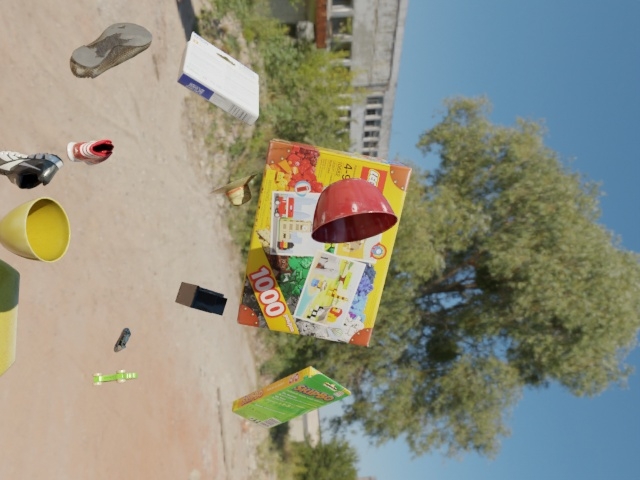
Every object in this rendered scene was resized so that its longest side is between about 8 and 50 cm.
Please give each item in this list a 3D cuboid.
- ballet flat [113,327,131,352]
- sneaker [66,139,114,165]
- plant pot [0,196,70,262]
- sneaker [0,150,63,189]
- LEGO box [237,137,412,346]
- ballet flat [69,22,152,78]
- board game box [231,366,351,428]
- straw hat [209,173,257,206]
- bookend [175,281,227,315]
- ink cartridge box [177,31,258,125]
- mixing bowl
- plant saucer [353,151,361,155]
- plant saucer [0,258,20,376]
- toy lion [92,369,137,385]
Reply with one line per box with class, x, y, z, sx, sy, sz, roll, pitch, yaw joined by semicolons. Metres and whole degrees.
ballet flat;-0.737;0.379;2.017;0.114;0.041;0.041;-62;-167;15
sneaker;-0.728;-0.294;1.811;0.221;0.128;0.087;-55;143;-73
plant pot;-0.598;-0.019;1.113;0.134;0.095;0.134;-3;90;-78
sneaker;-0.859;-0.195;1.541;0.078;0.234;0.106;77;17;-57
LEGO box;0.000;0.000;1.493;0.193;0.373;0.500;-98;-161;-75
ballet flat;-0.456;-0.411;1.185;0.058;0.084;0.250;-53;-173;42
board game box;-0.067;0.361;1.241;0.124;0.259;0.039;41;34;-35
straw hat;-0.217;-0.124;1.439;0.144;0.145;0.061;-126;-167;-83
bookend;-0.360;0.192;1.734;0.157;0.156;0.072;1;-108;59
ink cartridge box;-0.265;-0.429;1.440;0.045;0.223;0.224;-44;-147;31
mixing bowl;0.062;-0.068;1.126;0.181;0.182;0.098;96;-16;-73
plant saucer;0.106;-0.191;1.906;0.241;0.037;0.241;-55;158;-35
plant saucer;-0.872;0.191;1.456;0.333;0.081;0.332;5;-87;54
toy lion;-0.545;0.367;1.450;0.096;0.100;0.034;93;-10;-75
